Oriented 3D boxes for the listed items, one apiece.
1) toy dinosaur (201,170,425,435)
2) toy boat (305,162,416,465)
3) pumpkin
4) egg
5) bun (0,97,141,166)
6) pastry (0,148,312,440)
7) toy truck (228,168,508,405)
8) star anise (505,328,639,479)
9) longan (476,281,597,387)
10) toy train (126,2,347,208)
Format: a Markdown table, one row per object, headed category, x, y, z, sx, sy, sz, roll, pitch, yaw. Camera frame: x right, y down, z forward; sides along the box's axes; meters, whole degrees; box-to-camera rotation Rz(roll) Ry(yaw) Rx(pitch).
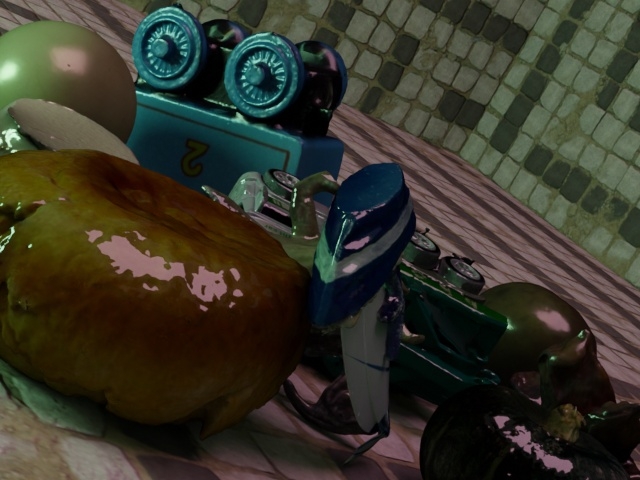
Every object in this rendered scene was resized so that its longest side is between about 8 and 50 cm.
| category | x | y | z | sx | sy | sz | roll | pitch | yaw |
| --- | --- | --- | --- | --- | --- | --- | --- | --- | --- |
| toy dinosaur | -0.001 | 0.049 | 1.365 | 0.294 | 0.162 | 0.077 | 57 | -11 | 21 |
| toy boat | 0.048 | 0.059 | 1.249 | 0.070 | 0.210 | 0.292 | 10 | -38 | 20 |
| pumpkin | 0.195 | 0.219 | 1.288 | 0.211 | 0.152 | 0.211 | 21 | 0 | 0 |
| egg | -0.304 | -0.157 | 1.580 | 0.186 | 0.186 | 0.241 | 31 | 0 | 5 |
| bun | -0.273 | -0.060 | 1.407 | 0.172 | 0.120 | 0.173 | 29 | 19 | -11 |
| pastry | -0.162 | 0.038 | 1.198 | 0.356 | 0.164 | 0.356 | 23 | 13 | -5 |
| toy truck | 0.042 | 0.067 | 1.523 | 0.363 | 0.177 | 0.178 | 28 | 19 | -5 |
| star anise | 0.261 | 0.202 | 1.448 | 0.099 | 0.220 | 0.214 | -19 | 32 | -23 |
| longan | 0.262 | 0.135 | 1.748 | 0.167 | 0.168 | 0.187 | 20 | -12 | -39 |
| toy train | -0.114 | -0.149 | 1.760 | 0.300 | 0.265 | 0.188 | 18 | 10 | 22 |
